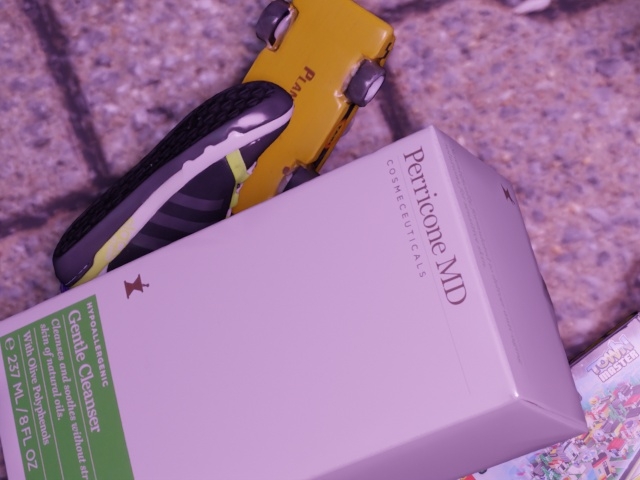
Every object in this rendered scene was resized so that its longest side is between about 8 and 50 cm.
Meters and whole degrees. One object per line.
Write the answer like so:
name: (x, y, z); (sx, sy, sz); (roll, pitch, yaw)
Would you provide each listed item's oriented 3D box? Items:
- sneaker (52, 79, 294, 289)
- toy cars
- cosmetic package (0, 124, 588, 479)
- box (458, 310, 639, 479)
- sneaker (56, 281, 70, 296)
sneaker: (-0.094, -0.023, 1.137); (0.234, 0.084, 0.097); (-38, 111, 21)
toy cars: (0.000, 0.000, 1.179); (0.176, 0.087, 0.394); (-6, 93, 21)
cosmetic package: (-0.029, 0.093, 1.048); (0.365, 0.155, 0.197); (-26, 66, 20)
box: (0.194, 0.160, 1.170); (0.207, 0.036, 0.114); (-38, 84, 7)
sneaker: (-0.190, 0.052, 1.212); (0.068, 0.071, 0.170); (9, 92, 9)
